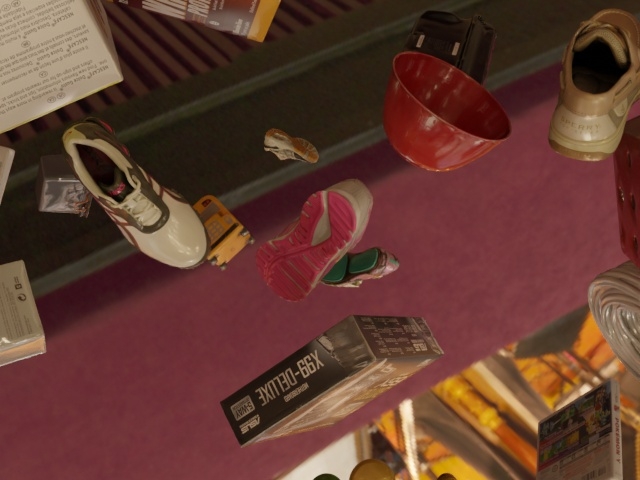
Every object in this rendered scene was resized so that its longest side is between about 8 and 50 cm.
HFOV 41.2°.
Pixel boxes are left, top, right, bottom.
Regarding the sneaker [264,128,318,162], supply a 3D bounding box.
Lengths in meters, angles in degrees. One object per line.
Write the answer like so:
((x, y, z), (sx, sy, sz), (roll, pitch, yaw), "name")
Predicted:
((-0.043, -0.130, 1.231), (0.032, 0.083, 0.037), (-60, 176, -46), "sneaker")

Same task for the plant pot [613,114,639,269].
((0.516, -0.066, 1.089), (0.235, 0.267, 0.268), (-7, 103, 7), "plant pot")

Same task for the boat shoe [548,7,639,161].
((0.350, -0.220, 1.049), (0.098, 0.109, 0.302), (86, 26, -42), "boat shoe")

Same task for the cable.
((0.538, 0.142, 1.335), (0.089, 0.257, 0.257), (-34, 172, -11), "cable")

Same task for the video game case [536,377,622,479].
((0.428, 0.349, 1.422), (0.023, 0.183, 0.201), (25, 139, -11), "video game case")

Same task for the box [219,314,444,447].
((0.029, 0.206, 1.290), (0.242, 0.077, 0.307), (-35, 161, 17), "box")

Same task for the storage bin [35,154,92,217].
((-0.480, -0.101, 1.596), (0.091, 0.098, 0.135), (-4, 148, -26), "storage bin")

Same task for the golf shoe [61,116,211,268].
((-0.267, -0.053, 1.211), (0.105, 0.120, 0.273), (-44, 104, 3), "golf shoe")

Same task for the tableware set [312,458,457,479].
((0.068, 0.269, 0.857), (0.154, 0.104, 0.024), (-11, 172, -7), "tableware set")

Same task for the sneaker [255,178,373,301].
((0.000, 0.000, 1.241), (0.111, 0.103, 0.252), (-35, 175, -46), "sneaker")

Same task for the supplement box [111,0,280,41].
((-0.126, -0.344, 0.909), (0.194, 0.129, 0.191), (13, 82, -10), "supplement box")

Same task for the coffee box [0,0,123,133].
((-0.469, -0.312, 1.016), (0.338, 0.338, 0.334), (-25, 122, -4), "coffee box")

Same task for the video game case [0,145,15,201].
((-0.725, -0.093, 1.676), (0.026, 0.206, 0.227), (30, 74, -77), "video game case")

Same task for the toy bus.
((-0.233, -0.018, 1.938), (0.108, 0.130, 0.333), (-42, 176, -4), "toy bus")

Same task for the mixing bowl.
((0.152, -0.158, 1.135), (0.181, 0.181, 0.098), (1, 137, -38), "mixing bowl")

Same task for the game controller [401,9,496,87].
((0.241, -0.354, 1.622), (0.319, 0.166, 0.067), (-66, 159, -50), "game controller")

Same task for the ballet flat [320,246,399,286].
((0.075, 0.060, 1.733), (0.079, 0.221, 0.077), (27, 66, -32), "ballet flat")

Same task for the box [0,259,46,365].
((-0.388, 0.093, 1.012), (0.101, 0.101, 0.087), (-15, 164, -22), "box")
